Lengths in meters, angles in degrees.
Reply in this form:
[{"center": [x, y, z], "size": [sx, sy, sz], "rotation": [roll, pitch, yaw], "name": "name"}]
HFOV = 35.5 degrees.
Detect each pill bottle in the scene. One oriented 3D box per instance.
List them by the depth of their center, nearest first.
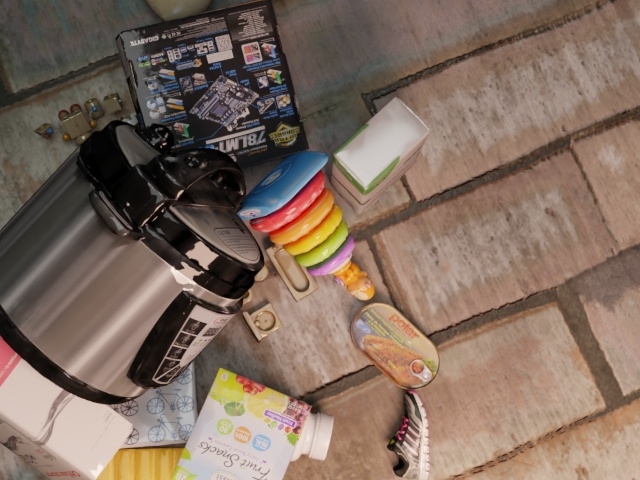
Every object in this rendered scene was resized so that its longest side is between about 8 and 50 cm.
[{"center": [-0.076, 0.338, 1.808], "size": [0.186, 0.112, 0.112], "rotation": [13, 82, -1], "name": "pill bottle"}]

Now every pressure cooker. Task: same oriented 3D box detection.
[{"center": [-0.300, 0.010, 1.622], "size": [0.420, 0.370, 0.375], "rotation": [-45, 123, 9], "name": "pressure cooker"}]

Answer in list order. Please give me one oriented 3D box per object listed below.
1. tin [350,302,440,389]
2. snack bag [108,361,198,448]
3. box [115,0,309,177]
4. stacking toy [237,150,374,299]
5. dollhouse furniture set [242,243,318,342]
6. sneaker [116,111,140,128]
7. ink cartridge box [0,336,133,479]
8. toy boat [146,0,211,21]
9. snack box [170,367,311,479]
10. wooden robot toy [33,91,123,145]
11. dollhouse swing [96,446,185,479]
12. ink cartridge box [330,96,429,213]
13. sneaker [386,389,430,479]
[{"center": [0.140, 0.199, 1.878], "size": [0.189, 0.040, 0.106], "rotation": [44, 86, 2], "name": "tin"}, {"center": [-0.388, 0.212, 1.839], "size": [0.323, 0.037, 0.343], "rotation": [-3, 80, -4], "name": "snack bag"}, {"center": [-0.196, -0.270, 1.846], "size": [0.295, 0.073, 0.293], "rotation": [-17, 99, -16], "name": "box"}, {"center": [0.000, 0.000, 1.842], "size": [0.166, 0.175, 0.302], "rotation": [-47, 109, -27], "name": "stacking toy"}, {"center": [-0.087, 0.086, 1.834], "size": [0.151, 0.123, 0.144], "rotation": [-31, 85, -7], "name": "dollhouse furniture set"}, {"center": [-0.305, -0.220, 1.891], "size": [0.234, 0.078, 0.106], "rotation": [-38, 104, -17], "name": "sneaker"}, {"center": [-0.479, 0.276, 1.649], "size": [0.283, 0.207, 0.117], "rotation": [42, 59, -17], "name": "ink cartridge box"}, {"center": [-0.205, -0.519, 1.864], "size": [0.318, 0.148, 0.267], "rotation": [23, 120, 24], "name": "toy boat"}, {"center": [-0.134, 0.347, 1.704], "size": [0.174, 0.070, 0.207], "rotation": [22, 74, 1], "name": "snack box"}, {"center": [-0.450, -0.215, 1.896], "size": [0.173, 0.076, 0.079], "rotation": [-27, 120, -7], "name": "wooden robot toy"}, {"center": [-0.295, 0.519, 1.675], "size": [0.346, 0.305, 0.315], "rotation": [0, 83, -2], "name": "dollhouse swing"}, {"center": [0.103, -0.150, 1.831], "size": [0.160, 0.219, 0.092], "rotation": [-43, 84, -9], "name": "ink cartridge box"}, {"center": [0.158, 0.362, 1.838], "size": [0.074, 0.063, 0.170], "rotation": [-5, 94, -6], "name": "sneaker"}]
